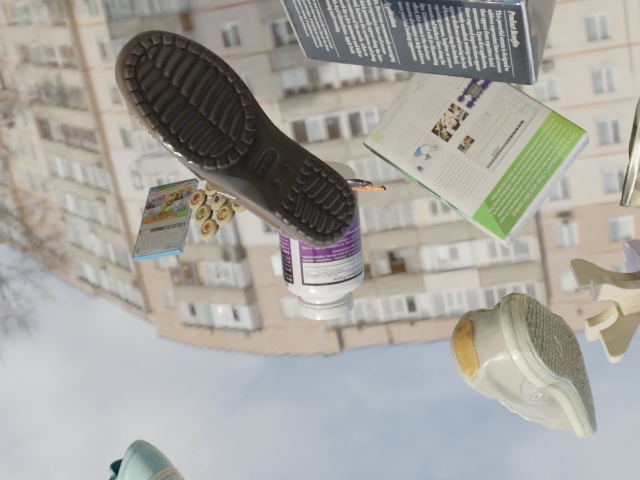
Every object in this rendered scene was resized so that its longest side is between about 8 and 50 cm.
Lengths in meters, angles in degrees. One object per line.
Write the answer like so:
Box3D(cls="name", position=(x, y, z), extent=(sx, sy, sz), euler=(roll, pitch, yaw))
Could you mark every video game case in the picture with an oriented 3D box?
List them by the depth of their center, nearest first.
Box3D(cls="video game case", position=(-0.304, -0.041, 2.139), extent=(0.119, 0.015, 0.166), euler=(-10, -124, 30))

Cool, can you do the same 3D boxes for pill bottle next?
Box3D(cls="pill bottle", position=(0.000, 0.000, 2.370), extent=(0.181, 0.323, 0.181), euler=(-4, -160, 2))

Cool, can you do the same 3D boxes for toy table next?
Box3D(cls="toy table", position=(0.658, 0.134, 2.352), extent=(0.161, 0.252, 0.274), euler=(-16, -135, 0))

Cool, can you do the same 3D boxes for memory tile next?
Box3D(cls="memory tile", position=(-0.150, -0.076, 1.748), extent=(0.148, 0.012, 0.113), euler=(-40, -134, 17))

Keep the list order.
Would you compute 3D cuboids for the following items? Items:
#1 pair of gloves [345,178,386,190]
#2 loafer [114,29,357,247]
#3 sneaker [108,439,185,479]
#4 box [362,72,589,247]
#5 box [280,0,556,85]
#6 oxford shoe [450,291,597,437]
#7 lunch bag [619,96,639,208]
Box3D(cls="pair of gloves", position=(0.058, -0.089, 1.731), extent=(0.074, 0.010, 0.083), euler=(3, 175, 26))
Box3D(cls="loafer", position=(-0.122, -0.115, 1.400), extent=(0.134, 0.366, 0.130), euler=(-51, -164, -16))
Box3D(cls="sneaker", position=(-0.385, 0.531, 2.277), extent=(0.135, 0.366, 0.150), euler=(-20, -118, -40))
Box3D(cls="box", position=(0.264, -0.169, 1.873), extent=(0.322, 0.232, 0.058), euler=(38, -178, 25))
Box3D(cls="box", position=(0.172, -0.440, 1.717), extent=(0.395, 0.212, 0.293), euler=(9, -113, 19))
Box3D(cls="oxford shoe", position=(0.301, 0.188, 1.562), extent=(0.130, 0.169, 0.449), euler=(-21, 152, 20))
Box3D(cls="lunch bag", position=(0.554, -0.173, 1.487), extent=(0.235, 0.287, 0.169), euler=(13, -140, 14))
